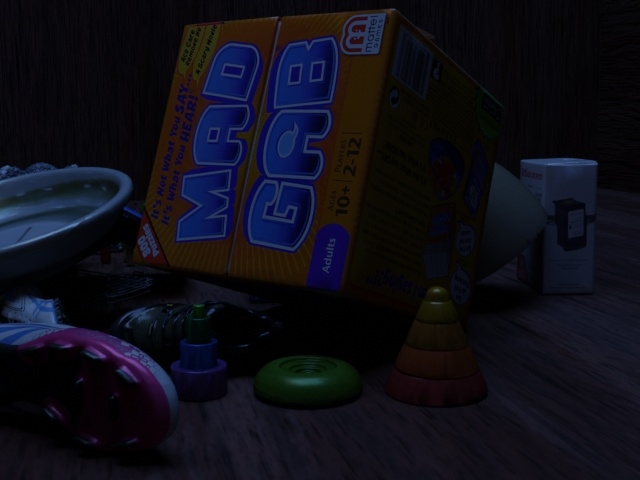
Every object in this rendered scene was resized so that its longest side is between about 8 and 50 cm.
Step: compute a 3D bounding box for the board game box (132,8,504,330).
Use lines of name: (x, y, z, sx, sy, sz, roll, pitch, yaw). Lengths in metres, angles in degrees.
board game box: (0.010, -0.086, 1.272, 0.356, 0.356, 0.357, 6, -10, 35)

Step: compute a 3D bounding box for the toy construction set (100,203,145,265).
toy construction set: (-0.352, -0.077, 1.996, 0.309, 0.237, 0.257, -7, 10, -36)

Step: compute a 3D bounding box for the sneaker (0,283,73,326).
sneaker: (-0.395, 0.118, 1.208, 0.086, 0.085, 0.237, -30, 22, -26)

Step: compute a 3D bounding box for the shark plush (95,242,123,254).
shark plush: (-0.489, -0.006, 2.103, 0.161, 0.067, 0.073, -3, 8, -15)

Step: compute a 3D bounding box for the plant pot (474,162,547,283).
plant pot: (0.221, -0.054, 1.526, 0.284, 0.191, 0.284, -33, 11, 7)

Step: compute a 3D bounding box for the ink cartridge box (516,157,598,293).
ink cartridge box: (0.436, -0.032, 1.625, 0.100, 0.237, 0.172, -1, 8, -3)

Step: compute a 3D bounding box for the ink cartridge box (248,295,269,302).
ink cartridge box: (-0.022, 0.055, 1.538, 0.207, 0.097, 0.046, -2, 8, -9)

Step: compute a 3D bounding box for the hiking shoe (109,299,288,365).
hiking shoe: (-0.155, 0.105, 1.096, 0.227, 0.086, 0.114, 0, -24, -1)

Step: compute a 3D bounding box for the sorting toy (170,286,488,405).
sorting toy: (0.010, 0.115, 1.009, 0.366, 0.126, 0.127, 0, 8, 0)

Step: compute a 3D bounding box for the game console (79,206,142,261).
game console: (-0.391, 0.040, 1.646, 0.250, 0.173, 0.293, 29, -13, -3)

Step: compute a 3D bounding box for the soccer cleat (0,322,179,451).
soccer cleat: (-0.252, 0.133, 0.914, 0.331, 0.116, 0.143, 4, 10, 33)

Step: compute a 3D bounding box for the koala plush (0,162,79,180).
koala plush: (-0.560, -0.064, 1.778, 0.196, 0.221, 0.203, 3, 41, -19)

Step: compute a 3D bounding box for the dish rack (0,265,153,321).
dish rack: (-0.418, 0.089, 1.424, 0.272, 0.074, 0.208, 5, 11, 23)

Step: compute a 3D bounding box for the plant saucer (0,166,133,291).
plant saucer: (-0.484, -0.006, 1.376, 0.401, 0.100, 0.400, -8, 22, 3)

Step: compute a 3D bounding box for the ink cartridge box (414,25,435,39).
ink cartridge box: (0.114, -0.271, 1.217, 0.048, 0.028, 0.083, 17, -9, -34)
